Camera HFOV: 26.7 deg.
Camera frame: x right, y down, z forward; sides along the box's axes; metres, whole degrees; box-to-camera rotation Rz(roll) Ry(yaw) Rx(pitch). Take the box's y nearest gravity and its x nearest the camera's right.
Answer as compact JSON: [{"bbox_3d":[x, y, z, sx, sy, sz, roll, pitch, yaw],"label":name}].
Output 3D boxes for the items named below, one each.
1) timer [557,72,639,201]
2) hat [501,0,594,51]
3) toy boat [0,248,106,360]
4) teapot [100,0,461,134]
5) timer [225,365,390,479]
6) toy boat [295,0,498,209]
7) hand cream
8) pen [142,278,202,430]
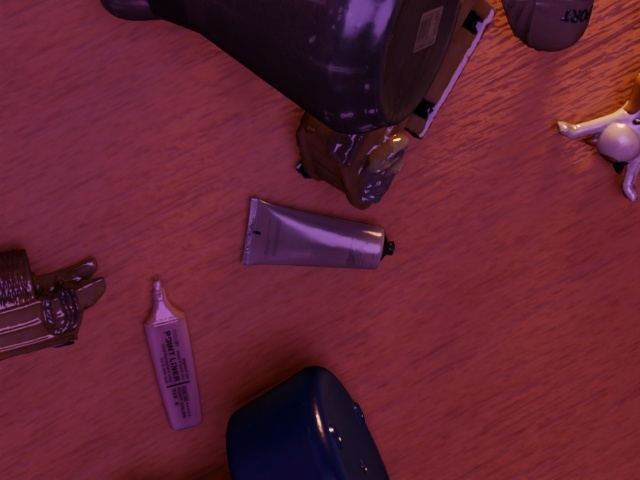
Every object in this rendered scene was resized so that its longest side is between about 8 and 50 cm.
[{"bbox_3d":[0.436,-0.185,1.674,0.175,0.175,0.266,40,109,-19],"label":"timer"},{"bbox_3d":[0.304,-0.274,1.574,0.147,0.175,0.085,-22,96,-41],"label":"hat"},{"bbox_3d":[-0.403,0.079,1.554,0.310,0.089,0.115,-11,115,-11],"label":"toy boat"},{"bbox_3d":[-0.031,-0.289,1.421,0.344,0.300,0.253,24,138,18],"label":"teapot"},{"bbox_3d":[-0.116,0.341,1.636,0.383,0.270,0.270,-23,109,9],"label":"timer"},{"bbox_3d":[0.125,-0.244,1.574,0.162,0.136,0.446,21,100,-44],"label":"toy boat"},{"bbox_3d":[0.000,0.000,1.655,0.186,0.054,0.087,7,107,-9],"label":"hand cream"},{"bbox_3d":[-0.182,0.139,1.655,0.053,0.032,0.197,-14,109,-9],"label":"pen"}]
